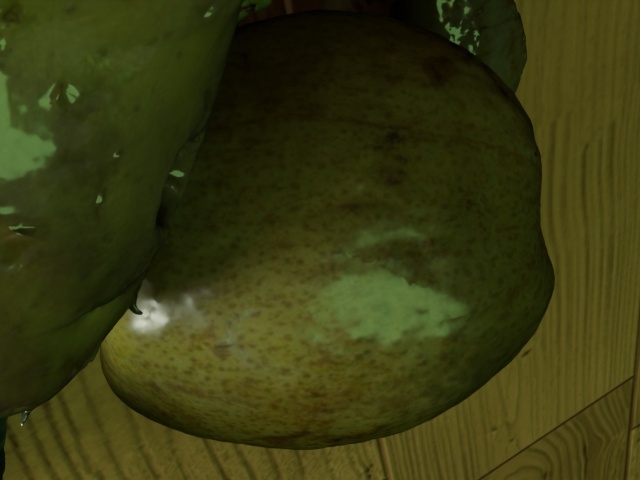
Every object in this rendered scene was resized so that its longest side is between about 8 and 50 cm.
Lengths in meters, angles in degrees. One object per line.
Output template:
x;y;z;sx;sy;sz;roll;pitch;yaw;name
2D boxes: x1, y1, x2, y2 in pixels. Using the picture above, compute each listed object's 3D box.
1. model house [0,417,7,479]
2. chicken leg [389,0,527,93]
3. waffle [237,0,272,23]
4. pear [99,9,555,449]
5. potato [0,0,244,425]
-0.199;0.179;0.782;0.202;0.237;0.237;-18;145;-29;model house
0.063;-0.121;0.827;0.085;0.069;0.198;-31;144;-16;chicken leg
0.030;-0.188;0.667;0.223;0.054;0.204;-18;147;-22;waffle
0.000;0.000;0.773;0.211;0.188;0.228;-1;155;0;pear
-0.117;-0.067;0.585;0.192;0.141;0.296;-11;122;-36;potato
